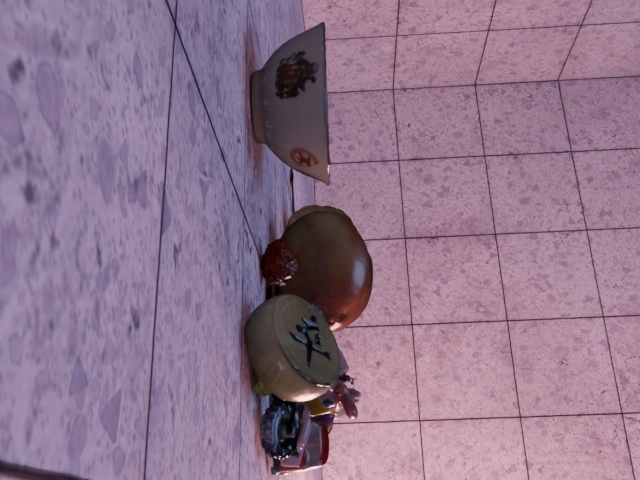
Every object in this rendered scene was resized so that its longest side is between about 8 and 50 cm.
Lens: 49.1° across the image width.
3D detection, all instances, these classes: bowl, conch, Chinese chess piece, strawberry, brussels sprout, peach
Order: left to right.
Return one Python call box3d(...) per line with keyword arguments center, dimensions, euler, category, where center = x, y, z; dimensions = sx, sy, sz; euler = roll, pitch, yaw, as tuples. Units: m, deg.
box3d(center=(-0.099, 0.239, 1.263), dimensions=(0.089, 0.074, 0.121), euler=(-55, 178, -26), category="conch")
box3d(center=(-0.084, 0.045, 1.451), dimensions=(0.083, 0.083, 0.096), euler=(82, 6, -66), category="strawberry")
box3d(center=(-0.059, -0.280, 1.464), dimensions=(0.337, 0.158, 0.336), euler=(-2, 90, -88), category="bowl")
box3d(center=(-0.046, 0.184, 1.213), dimensions=(0.188, 0.083, 0.188), euler=(39, 33, -31), category="Chinese chess piece")
box3d(center=(0.000, 0.000, 2.077), dimensions=(0.271, 0.220, 0.210), euler=(56, 8, -47), category="brussels sprout")
box3d(center=(0.013, 0.080, 1.701), dimensions=(0.292, 0.248, 0.292), euler=(165, -90, -73), category="peach")

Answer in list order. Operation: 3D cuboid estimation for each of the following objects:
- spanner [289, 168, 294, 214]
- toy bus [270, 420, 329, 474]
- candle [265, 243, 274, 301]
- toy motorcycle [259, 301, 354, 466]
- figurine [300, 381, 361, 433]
box3d(center=(-0.091, -0.135, 2.321), dimensions=(0.046, 0.012, 0.208), euler=(-83, 170, -82), category="spanner")
box3d(center=(-0.042, 0.438, 1.507), dimensions=(0.265, 0.120, 0.121), euler=(77, 12, -74), category="toy bus")
box3d(center=(-0.108, 0.082, 1.523), dimensions=(0.026, 0.021, 0.167), euler=(85, 4, -64), category="candle")
box3d(center=(-0.028, 0.290, 1.385), dimensions=(0.188, 0.143, 0.326), euler=(54, 39, -39), category="toy motorcycle")
box3d(center=(0.013, 0.414, 1.765), dimensions=(0.421, 0.193, 0.154), euler=(88, -14, -70), category="figurine")
